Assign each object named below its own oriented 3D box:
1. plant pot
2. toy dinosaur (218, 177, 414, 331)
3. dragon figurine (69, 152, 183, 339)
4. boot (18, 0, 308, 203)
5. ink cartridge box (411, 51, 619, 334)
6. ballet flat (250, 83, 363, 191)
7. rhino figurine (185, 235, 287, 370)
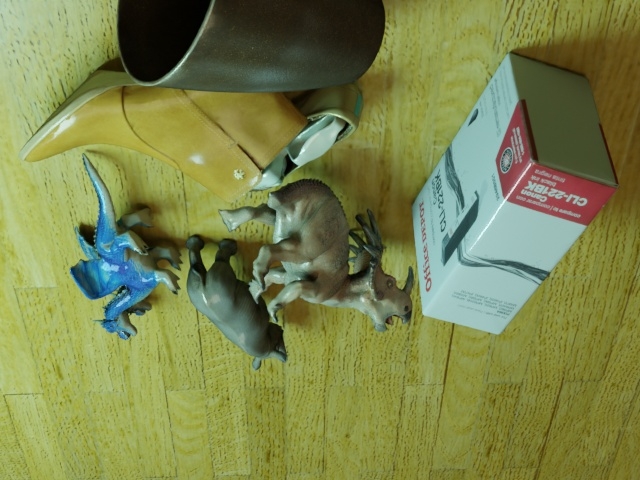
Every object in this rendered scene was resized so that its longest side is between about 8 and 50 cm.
[{"bbox_3d":[-0.054,-0.237,1.145,0.230,0.215,0.215,11,137,-34],"label":"plant pot"},{"bbox_3d":[0.000,0.000,1.410,0.200,0.127,0.296,-27,135,-9],"label":"toy dinosaur"},{"bbox_3d":[-0.276,0.024,1.474,0.144,0.085,0.289,-18,136,15],"label":"dragon figurine"},{"bbox_3d":[-0.179,-0.114,1.292,0.295,0.104,0.211,-34,111,19],"label":"boot"},{"bbox_3d":[0.218,-0.050,1.341,0.114,0.197,0.273,14,134,-15],"label":"ink cartridge box"},{"bbox_3d":[-0.046,-0.110,1.354,0.232,0.073,0.080,-34,128,29],"label":"ballet flat"},{"bbox_3d":[-0.107,0.100,1.548,0.073,0.106,0.243,-20,134,18],"label":"rhino figurine"}]
